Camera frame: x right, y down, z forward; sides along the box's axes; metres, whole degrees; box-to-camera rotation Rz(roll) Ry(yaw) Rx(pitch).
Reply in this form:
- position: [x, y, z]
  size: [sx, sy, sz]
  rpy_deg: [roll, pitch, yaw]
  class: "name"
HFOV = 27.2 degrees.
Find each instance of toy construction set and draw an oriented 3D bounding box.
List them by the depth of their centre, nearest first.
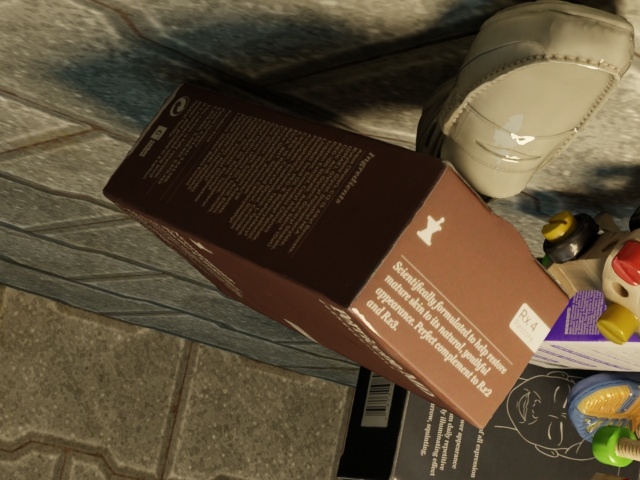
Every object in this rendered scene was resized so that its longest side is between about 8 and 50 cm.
- position: [0.307, 0.097, 1.278]
  size: [0.257, 0.309, 0.237]
  rpy_deg: [27, 167, -26]
  class: "toy construction set"

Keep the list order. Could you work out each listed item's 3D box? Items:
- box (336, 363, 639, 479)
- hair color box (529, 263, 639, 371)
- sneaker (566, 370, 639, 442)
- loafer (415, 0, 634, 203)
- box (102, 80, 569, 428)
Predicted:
- position: [0.263, 0.249, 1.951]
  size: [0.395, 0.294, 0.212]
  rpy_deg: [16, 167, -17]
  class: "box"
- position: [0.351, 0.095, 1.613]
  size: [0.185, 0.110, 0.339]
  rpy_deg: [18, 164, -38]
  class: "hair color box"
- position: [0.412, 0.193, 1.811]
  size: [0.296, 0.131, 0.112]
  rpy_deg: [2, 136, -47]
  class: "sneaker"
- position: [0.142, -0.087, 0.976]
  size: [0.112, 0.111, 0.319]
  rpy_deg: [13, 168, -6]
  class: "loafer"
- position: [0.000, 0.000, 1.112]
  size: [0.381, 0.143, 0.191]
  rpy_deg: [20, 162, 51]
  class: "box"
